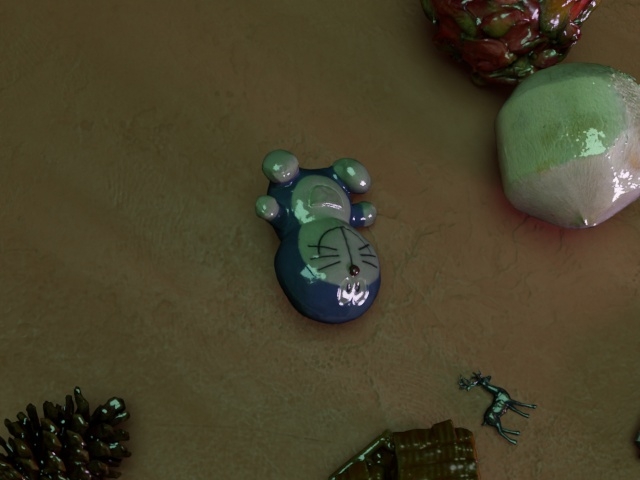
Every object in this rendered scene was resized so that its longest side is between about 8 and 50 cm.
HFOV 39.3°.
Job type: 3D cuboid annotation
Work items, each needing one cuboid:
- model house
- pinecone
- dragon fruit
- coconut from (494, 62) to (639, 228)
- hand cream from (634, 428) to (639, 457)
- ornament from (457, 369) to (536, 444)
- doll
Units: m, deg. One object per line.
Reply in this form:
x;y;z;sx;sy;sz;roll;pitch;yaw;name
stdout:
0.111;0.357;1.254;0.199;0.229;0.219;7;73;-5;model house
-0.365;0.308;1.284;0.212;0.185;0.168;-23;60;-24;pinecone
0.291;-0.382;1.468;0.314;0.296;0.263;-4;108;-5;dragon fruit
0.401;-0.135;1.391;0.245;0.245;0.247;-4;75;-2;coconut
0.550;0.233;1.393;0.075;0.052;0.248;37;69;-14;hand cream
0.263;0.251;1.386;0.125;0.028;0.073;34;76;6;ornament
0.000;0.000;1.382;0.228;0.154;0.258;3;57;-38;doll
